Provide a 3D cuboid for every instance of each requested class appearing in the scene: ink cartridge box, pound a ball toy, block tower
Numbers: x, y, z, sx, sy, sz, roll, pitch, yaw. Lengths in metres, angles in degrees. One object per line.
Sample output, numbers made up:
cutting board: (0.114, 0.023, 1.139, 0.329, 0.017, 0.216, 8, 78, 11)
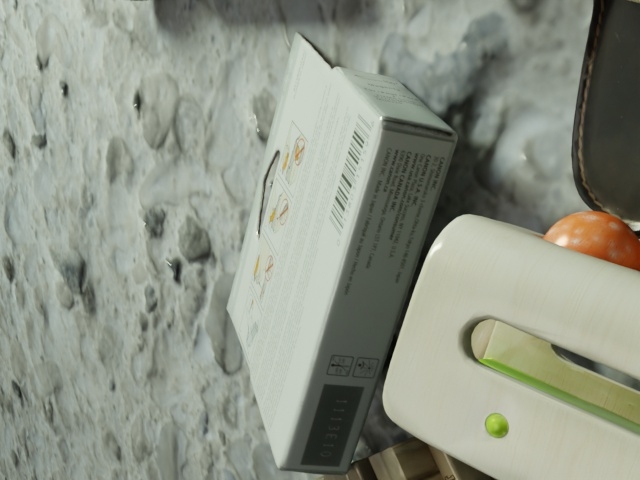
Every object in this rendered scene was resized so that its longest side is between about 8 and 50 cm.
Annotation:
ink cartridge box: (0.000, 0.000, 0.763, 0.239, 0.060, 0.275, -118, 40, -61)
pound a ball toy: (0.188, 0.069, 0.505, 0.319, 0.208, 0.135, 23, 98, 33)
block tower: (0.028, 0.232, 0.812, 0.335, 0.091, 0.097, -41, 68, 51)

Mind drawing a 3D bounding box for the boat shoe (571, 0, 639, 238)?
boat shoe: (0.172, -0.159, 0.446, 0.132, 0.130, 0.355, 36, 129, 42)
